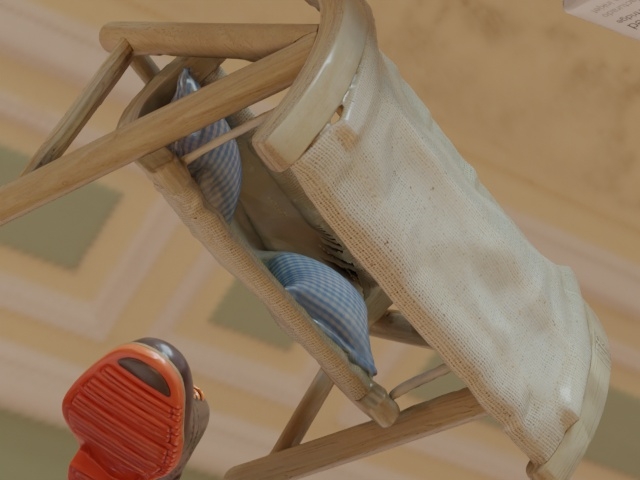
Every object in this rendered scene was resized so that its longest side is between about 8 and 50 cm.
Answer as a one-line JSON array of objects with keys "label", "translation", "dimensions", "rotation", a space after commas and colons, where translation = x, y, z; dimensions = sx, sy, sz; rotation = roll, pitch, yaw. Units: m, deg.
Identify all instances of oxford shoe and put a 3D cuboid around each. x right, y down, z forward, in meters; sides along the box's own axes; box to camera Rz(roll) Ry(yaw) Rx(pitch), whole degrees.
[{"label": "oxford shoe", "translation": [-0.132, 0.129, 1.427], "dimensions": [0.097, 0.098, 0.271], "rotation": [35, -31, 6]}]

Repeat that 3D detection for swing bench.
[{"label": "swing bench", "translation": [0.000, 0.000, 1.013], "dimensions": [0.255, 0.165, 0.253], "rotation": [-10, -51, 44]}]

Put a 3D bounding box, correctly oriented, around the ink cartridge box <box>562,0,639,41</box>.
[{"label": "ink cartridge box", "translation": [0.322, -0.188, 1.195], "dimensions": [0.278, 0.117, 0.201], "rotation": [16, -26, -30]}]
